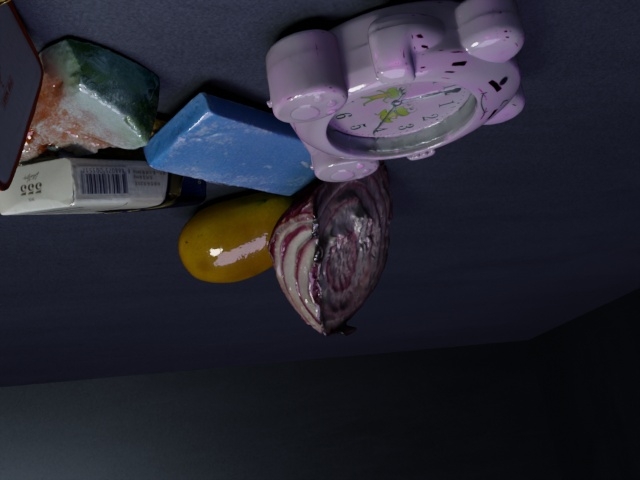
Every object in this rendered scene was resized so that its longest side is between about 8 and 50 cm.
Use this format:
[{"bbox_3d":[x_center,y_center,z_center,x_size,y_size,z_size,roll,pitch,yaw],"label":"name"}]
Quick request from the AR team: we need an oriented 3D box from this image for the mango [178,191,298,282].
[{"bbox_3d":[-0.140,-0.006,1.449,0.254,0.139,0.175,-18,158,6],"label":"mango"}]

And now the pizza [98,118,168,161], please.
[{"bbox_3d":[-0.272,-0.152,1.128,0.160,0.035,0.099,6,156,-36],"label":"pizza"}]

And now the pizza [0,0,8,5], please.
[{"bbox_3d":[-0.332,-0.285,0.682,0.201,0.053,0.193,-23,153,9],"label":"pizza"}]

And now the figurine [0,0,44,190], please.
[{"bbox_3d":[-0.450,-0.169,0.831,0.226,0.183,0.160,4,152,3],"label":"figurine"}]

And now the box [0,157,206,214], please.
[{"bbox_3d":[-0.315,-0.078,1.140,0.168,0.071,0.259,-4,179,35],"label":"box"}]

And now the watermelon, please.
[{"bbox_3d":[-0.346,-0.166,1.006,0.241,0.094,0.154,-15,154,28],"label":"watermelon"}]

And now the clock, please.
[{"bbox_3d":[0.109,-0.202,1.038,0.322,0.113,0.295,-13,160,10],"label":"clock"}]

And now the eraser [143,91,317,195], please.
[{"bbox_3d":[-0.103,-0.136,1.179,0.144,0.042,0.312,-34,154,32],"label":"eraser"}]

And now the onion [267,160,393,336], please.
[{"bbox_3d":[0.021,-0.008,1.372,0.146,0.314,0.280,12,-144,29],"label":"onion"}]

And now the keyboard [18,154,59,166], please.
[{"bbox_3d":[-0.462,-0.110,1.164,0.129,0.015,0.049,-10,170,-34],"label":"keyboard"}]
